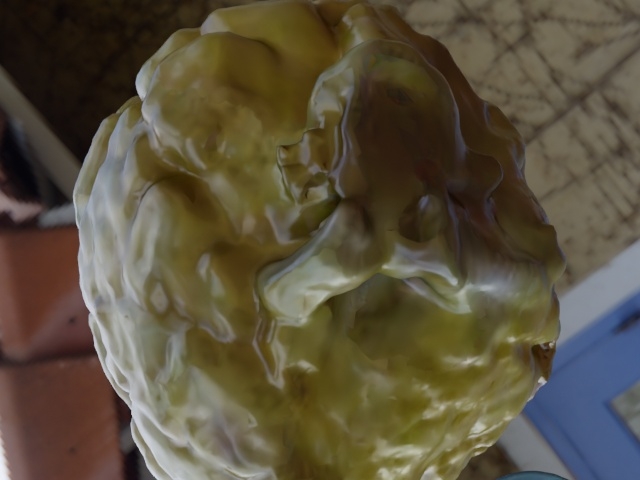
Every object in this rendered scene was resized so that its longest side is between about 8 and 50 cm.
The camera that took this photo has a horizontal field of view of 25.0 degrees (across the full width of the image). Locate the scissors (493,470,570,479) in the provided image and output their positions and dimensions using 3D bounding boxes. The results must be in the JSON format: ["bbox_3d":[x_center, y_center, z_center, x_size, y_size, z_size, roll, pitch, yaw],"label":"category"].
[{"bbox_3d":[0.015,0.176,0.639,0.030,0.256,0.125,101,160,-58],"label":"scissors"}]

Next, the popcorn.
[{"bbox_3d":[-0.005,0.018,1.078,0.354,0.390,0.344,33,-159,30],"label":"popcorn"}]
